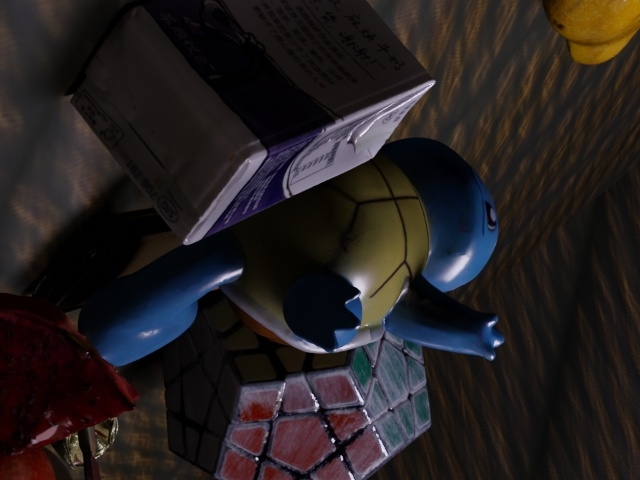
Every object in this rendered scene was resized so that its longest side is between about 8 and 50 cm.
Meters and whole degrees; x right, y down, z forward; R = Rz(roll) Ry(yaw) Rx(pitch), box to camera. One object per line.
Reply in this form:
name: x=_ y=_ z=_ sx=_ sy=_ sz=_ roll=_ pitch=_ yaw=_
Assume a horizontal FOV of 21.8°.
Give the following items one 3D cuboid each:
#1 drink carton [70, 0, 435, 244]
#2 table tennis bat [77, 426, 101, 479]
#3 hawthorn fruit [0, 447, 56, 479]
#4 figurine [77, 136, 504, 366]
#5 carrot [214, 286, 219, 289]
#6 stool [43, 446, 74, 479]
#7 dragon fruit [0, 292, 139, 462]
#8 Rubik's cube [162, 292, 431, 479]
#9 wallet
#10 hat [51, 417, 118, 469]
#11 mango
drink carton: x=-0.041 y=-0.105 z=1.154 sx=0.222 sy=0.134 sz=0.102 roll=-27 pitch=162 yaw=-47
table tennis bat: x=-0.240 y=0.251 z=1.754 sx=0.019 sy=0.220 sz=0.130 roll=-8 pitch=165 yaw=-6
hawthorn fruit: x=-0.330 y=0.276 z=1.547 sx=0.189 sy=0.251 sz=0.189 roll=-13 pitch=179 yaw=0
figurine: x=0.005 y=0.005 z=1.418 sx=0.416 sy=0.298 sz=0.243 roll=-18 pitch=160 yaw=-31
carrot: x=-0.061 y=0.011 z=1.731 sx=0.336 sy=0.069 sz=0.069 roll=-17 pitch=158 yaw=-37
stool: x=-0.332 y=0.314 z=1.769 sx=0.179 sy=0.179 sz=0.264 roll=-36 pitch=169 yaw=-13
dragon fruit: x=-0.286 y=0.116 z=1.321 sx=0.262 sy=0.134 sz=0.211 roll=-22 pitch=179 yaw=-5
Rubik's cube: x=-0.029 y=0.172 z=1.927 sx=0.319 sy=0.319 sz=0.264 roll=73 pitch=42 yaw=-78
wallet: x=-0.170 y=0.016 z=1.485 sx=0.110 sy=0.031 sz=0.198 roll=-44 pitch=168 yaw=21
hat: x=-0.270 y=0.208 z=1.855 sx=0.077 sy=0.059 sz=0.076 roll=-43 pitch=139 yaw=-35
mango: x=0.283 y=-0.259 z=1.649 sx=0.157 sy=0.109 sz=0.262 roll=-50 pitch=172 yaw=-11
